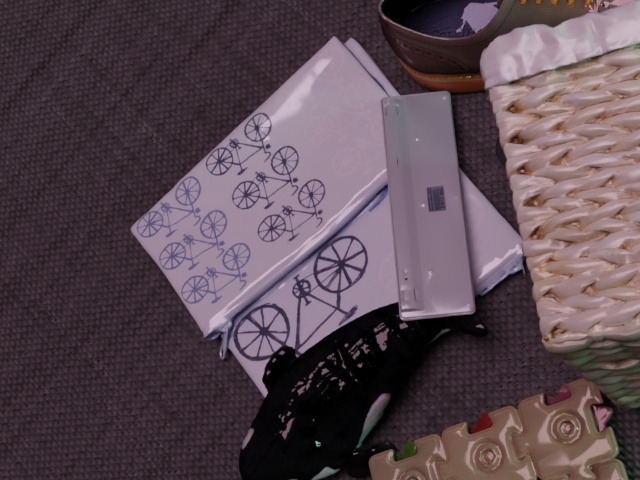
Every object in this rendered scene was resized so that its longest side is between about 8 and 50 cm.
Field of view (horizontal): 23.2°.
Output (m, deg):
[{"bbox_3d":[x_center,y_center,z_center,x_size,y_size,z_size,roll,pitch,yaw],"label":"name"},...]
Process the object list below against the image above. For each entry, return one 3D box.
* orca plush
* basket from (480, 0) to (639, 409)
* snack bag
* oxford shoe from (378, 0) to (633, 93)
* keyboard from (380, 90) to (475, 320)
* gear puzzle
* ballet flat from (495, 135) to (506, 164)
[{"bbox_3d":[0.029,0.148,1.484,0.287,0.102,0.151,-28,83,10],"label":"orca plush"},{"bbox_3d":[0.339,-0.032,1.290,0.331,0.328,0.266,-12,71,20],"label":"basket"},{"bbox_3d":[0.000,0.000,1.605,0.323,0.037,0.342,-41,61,7],"label":"snack bag"},{"bbox_3d":[0.232,-0.223,1.513,0.364,0.133,0.129,-10,69,22],"label":"oxford shoe"},{"bbox_3d":[0.104,-0.039,1.534,0.072,0.014,0.256,-3,61,-1],"label":"keyboard"},{"bbox_3d":[0.133,0.262,1.457,0.339,0.044,0.175,-23,67,20],"label":"gear puzzle"},{"bbox_3d":[0.258,-0.123,1.504,0.203,0.074,0.074,-14,68,21],"label":"ballet flat"}]
